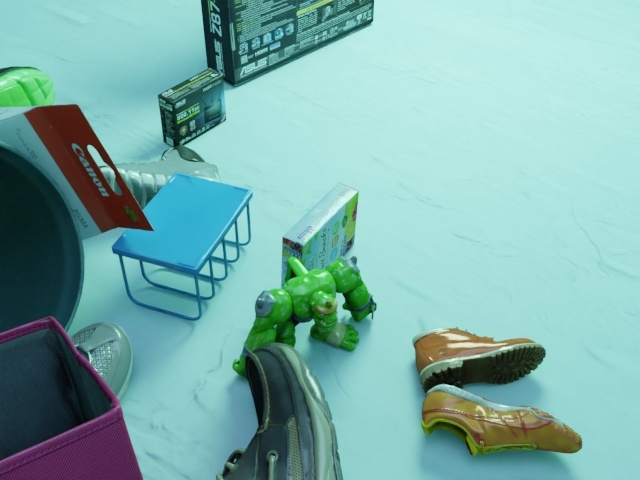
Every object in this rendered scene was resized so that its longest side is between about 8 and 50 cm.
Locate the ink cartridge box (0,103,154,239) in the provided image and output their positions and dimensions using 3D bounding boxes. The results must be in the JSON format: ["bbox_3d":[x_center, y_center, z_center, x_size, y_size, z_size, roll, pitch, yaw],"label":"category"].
[{"bbox_3d":[-0.335,-0.077,0.974,0.232,0.189,0.066,11,47,44],"label":"ink cartridge box"}]

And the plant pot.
[{"bbox_3d":[-0.458,0.032,0.920,0.196,0.293,0.293,-3,32,39],"label":"plant pot"}]

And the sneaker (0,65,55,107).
[{"bbox_3d":[-0.567,-0.148,1.059,0.202,0.185,0.483,37,42,17],"label":"sneaker"}]

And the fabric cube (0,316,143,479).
[{"bbox_3d":[-0.264,0.245,0.597,0.254,0.258,0.259,-20,18,-24],"label":"fabric cube"}]

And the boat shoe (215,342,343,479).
[{"bbox_3d":[-0.043,0.243,0.765,0.130,0.132,0.355,-9,41,-11],"label":"boat shoe"}]

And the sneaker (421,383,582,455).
[{"bbox_3d":[0.197,0.213,0.870,0.175,0.064,0.067,10,61,18],"label":"sneaker"}]

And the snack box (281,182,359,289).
[{"bbox_3d":[0.000,0.000,1.068,0.037,0.100,0.141,24,45,23],"label":"snack box"}]

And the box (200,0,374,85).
[{"bbox_3d":[-0.051,-0.510,1.494,0.395,0.318,0.097,-33,52,-32],"label":"box"}]

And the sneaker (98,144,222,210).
[{"bbox_3d":[-0.262,-0.095,1.199,0.229,0.086,0.132,4,35,-12],"label":"sneaker"}]

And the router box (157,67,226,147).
[{"bbox_3d":[-0.214,-0.224,1.329,0.038,0.092,0.122,28,48,27],"label":"router box"}]

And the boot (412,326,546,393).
[{"bbox_3d":[0.189,0.132,0.955,0.158,0.059,0.084,-7,37,-7],"label":"boot"}]

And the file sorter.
[{"bbox_3d":[-0.176,0.007,1.054,0.118,0.104,0.170,14,43,14],"label":"file sorter"}]

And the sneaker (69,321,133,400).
[{"bbox_3d":[-0.309,0.176,0.847,0.105,0.115,0.281,21,45,22],"label":"sneaker"}]

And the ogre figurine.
[{"bbox_3d":[-0.017,0.087,0.954,0.197,0.118,0.096,-10,42,-11],"label":"ogre figurine"}]
